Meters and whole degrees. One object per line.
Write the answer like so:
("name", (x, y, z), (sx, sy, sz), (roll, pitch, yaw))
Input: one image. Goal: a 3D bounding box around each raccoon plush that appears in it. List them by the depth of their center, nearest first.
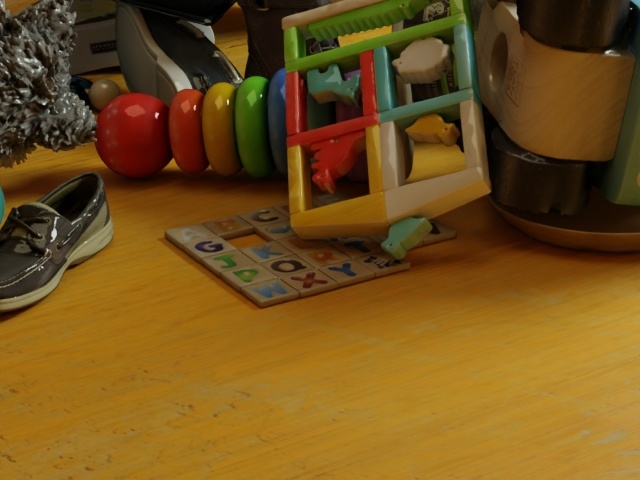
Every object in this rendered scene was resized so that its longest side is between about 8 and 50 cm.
("raccoon plush", (-0.371, -0.109, 1.748), (0.299, 0.216, 0.446), (-7, 24, -3))

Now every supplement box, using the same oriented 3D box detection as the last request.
("supplement box", (-0.305, -0.295, 2.379), (0.083, 0.083, 0.056), (-2, 22, -3))

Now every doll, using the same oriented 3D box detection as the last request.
("doll", (-0.325, -0.176, 2.145), (0.189, 0.046, 0.129), (9, 15, 9))

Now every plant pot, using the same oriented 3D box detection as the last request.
("plant pot", (0.278, -0.038, 1.795), (0.236, 0.032, 0.236), (0, 23, 0))

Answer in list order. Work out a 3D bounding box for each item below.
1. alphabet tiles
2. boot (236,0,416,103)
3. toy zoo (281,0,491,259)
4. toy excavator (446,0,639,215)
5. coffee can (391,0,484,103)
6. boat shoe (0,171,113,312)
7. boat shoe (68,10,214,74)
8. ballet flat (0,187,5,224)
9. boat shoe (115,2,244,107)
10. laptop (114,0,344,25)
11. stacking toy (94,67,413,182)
("alphabet tiles", (0.000, 0.000, 1.751), (0.237, 0.009, 0.198), (-14, 26, -27))
("boot", (-0.003, -0.230, 2.017), (0.263, 0.229, 0.091), (12, 26, 31))
("toy zoo", (0.060, -0.114, 1.752), (0.192, 0.030, 0.293), (-13, 58, 18))
("toy excavator", (0.383, -0.131, 1.739), (0.445, 0.222, 0.433), (3, 23, -13))
("coffee can", (0.240, -0.235, 2.052), (0.275, 0.201, 0.201), (7, 24, 20))
("boat shoe", (-0.262, -0.002, 1.685), (0.080, 0.073, 0.223), (8, 24, 22))
("boat shoe", (-0.242, -0.253, 2.286), (0.219, 0.077, 0.070), (-4, 24, -1))
("ballet flat", (-0.373, -0.003, 1.695), (0.087, 0.083, 0.247), (-11, 18, 16))
("boat shoe", (-0.164, -0.200, 2.125), (0.091, 0.114, 0.302), (-10, 36, -19))
("laptop", (-0.201, -0.325, 2.328), (0.382, 0.236, 0.408), (17, -15, 20))
("stacking toy", (-0.073, -0.121, 1.899), (0.330, 0.141, 0.141), (-2, 22, 8))
